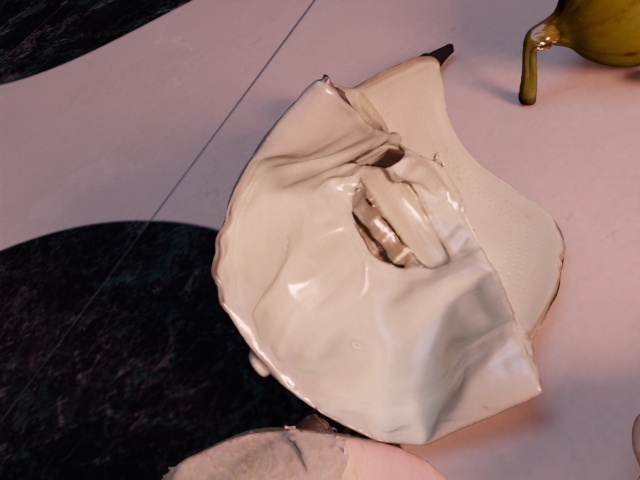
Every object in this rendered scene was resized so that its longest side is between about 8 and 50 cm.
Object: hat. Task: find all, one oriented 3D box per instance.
[{"bbox_3d":[0.057,-0.011,0.652,0.168,0.258,0.301,-28,12,36],"label":"hat"}]

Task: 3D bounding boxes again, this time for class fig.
[{"bbox_3d":[0.286,-0.235,0.812,0.186,0.148,0.142,-7,71,2],"label":"fig"}]

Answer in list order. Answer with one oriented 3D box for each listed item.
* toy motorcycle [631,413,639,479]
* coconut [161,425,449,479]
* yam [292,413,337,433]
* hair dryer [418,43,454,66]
[{"bbox_3d":[0.274,0.133,0.422,0.340,0.108,0.223,-32,30,-8],"label":"toy motorcycle"},{"bbox_3d":[-0.014,0.198,0.422,0.224,0.224,0.234,-20,50,7],"label":"coconut"},{"bbox_3d":[-0.038,0.183,0.562,0.141,0.079,0.079,-32,38,-11],"label":"yam"},{"bbox_3d":[0.096,-0.161,0.919,0.194,0.050,0.173,-32,41,-14],"label":"hair dryer"}]
